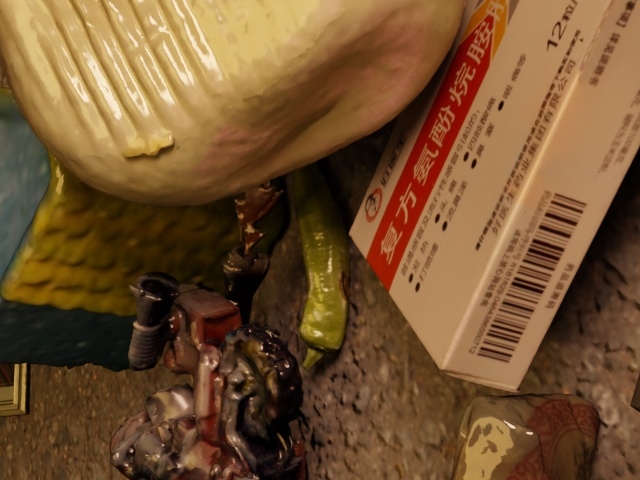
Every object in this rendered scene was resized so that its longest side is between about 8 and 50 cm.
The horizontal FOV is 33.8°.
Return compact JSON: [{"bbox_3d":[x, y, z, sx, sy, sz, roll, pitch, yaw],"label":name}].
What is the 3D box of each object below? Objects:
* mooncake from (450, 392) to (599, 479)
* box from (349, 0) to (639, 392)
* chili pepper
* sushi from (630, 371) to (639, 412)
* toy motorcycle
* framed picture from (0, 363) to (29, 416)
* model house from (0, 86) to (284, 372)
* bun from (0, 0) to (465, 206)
[{"bbox_3d":[0.120,0.155,0.634,0.073,0.125,0.130,13,96,30],"label":"mooncake"},{"bbox_3d":[0.133,-0.112,0.653,0.353,0.069,0.214,-66,21,16],"label":"box"},{"bbox_3d":[0.001,0.000,0.858,0.049,0.043,0.208,104,164,-71],"label":"chili pepper"},{"bbox_3d":[0.275,-0.013,0.523,0.134,0.109,0.273,13,79,52],"label":"sushi"},{"bbox_3d":[-0.089,0.121,0.845,0.207,0.134,0.401,28,120,42],"label":"toy motorcycle"},{"bbox_3d":[-0.420,0.086,1.323,0.216,0.016,0.273,-14,74,46],"label":"framed picture"},{"bbox_3d":[-0.196,-0.019,0.927,0.303,0.237,0.215,-25,65,43],"label":"model house"},{"bbox_3d":[-0.072,-0.195,0.717,0.361,0.213,0.361,-1,88,23],"label":"bun"}]
